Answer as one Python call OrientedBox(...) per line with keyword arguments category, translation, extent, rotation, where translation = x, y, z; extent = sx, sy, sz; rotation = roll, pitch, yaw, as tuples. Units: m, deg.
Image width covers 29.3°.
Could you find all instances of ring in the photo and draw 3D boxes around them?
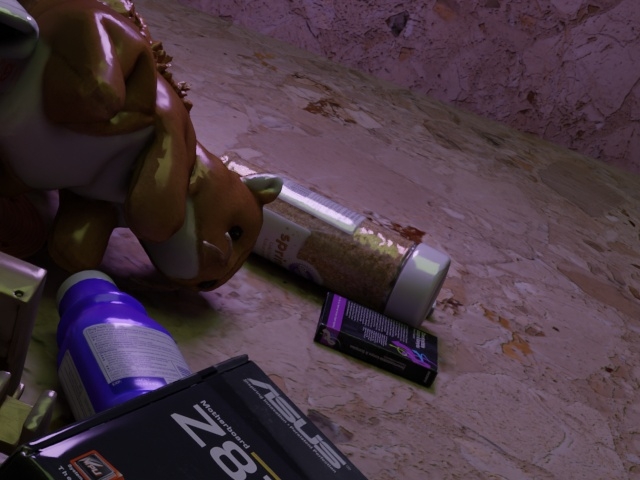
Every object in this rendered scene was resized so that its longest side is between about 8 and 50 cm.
OrientedBox(category="ring", translation=(-0.475, -0.062, 1.403), extent=(0.337, 0.032, 0.336), rotation=(29, 16, -9))

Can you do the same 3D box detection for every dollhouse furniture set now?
OrientedBox(category="dollhouse furniture set", translation=(-0.324, 0.136, 0.981), extent=(0.212, 0.161, 0.242), rotation=(23, 40, -2))

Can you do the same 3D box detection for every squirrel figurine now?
OrientedBox(category="squirrel figurine", translation=(-0.219, -0.128, 1.452), extent=(0.370, 0.281, 0.397), rotation=(33, 32, -38))

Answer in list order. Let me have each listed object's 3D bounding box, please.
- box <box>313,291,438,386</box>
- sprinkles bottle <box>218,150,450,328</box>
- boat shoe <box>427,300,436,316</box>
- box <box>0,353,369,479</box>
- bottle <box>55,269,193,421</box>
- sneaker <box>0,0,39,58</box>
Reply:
OrientedBox(category="box", translation=(0.075, 0.128, 1.587), extent=(0.162, 0.029, 0.116), rotation=(22, 19, -1))
OrientedBox(category="sprinkles bottle", translation=(0.000, 0.000, 1.707), extent=(0.355, 0.121, 0.121), rotation=(27, 18, 11))
OrientedBox(category="boat shoe", translation=(0.146, 0.078, 1.805), extent=(0.035, 0.035, 0.100), rotation=(22, 24, -11))
OrientedBox(category="box", translation=(-0.008, 0.267, 0.808), extent=(0.395, 0.097, 0.318), rotation=(45, 17, 12))
OrientedBox(category="bottle", translation=(-0.191, 0.123, 1.173), extent=(0.118, 0.092, 0.283), rotation=(12, 21, -32))
OrientedBox(category="sneaker", translation=(-0.419, -0.212, 1.223), extent=(0.292, 0.110, 0.118), rotation=(-19, 47, -39))
